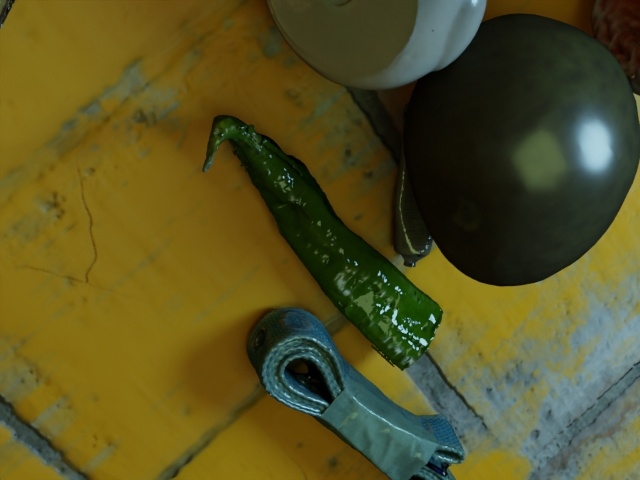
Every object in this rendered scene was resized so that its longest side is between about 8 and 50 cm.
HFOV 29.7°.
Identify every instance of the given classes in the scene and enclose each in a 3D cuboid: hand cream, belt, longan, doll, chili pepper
[{"bbox_3d":[0.099,-0.054,1.205,0.057,0.037,0.165,1,102,-24],"label":"hand cream"},{"bbox_3d":[0.045,0.174,1.242,0.087,0.072,0.302,-48,121,3],"label":"belt"},{"bbox_3d":[0.179,-0.081,1.106,0.248,0.248,0.248,-8,113,-20],"label":"longan"},{"bbox_3d":[0.067,-0.258,1.038,0.221,0.221,0.251,-2,133,-23],"label":"doll"},{"bbox_3d":[0.000,-0.001,1.154,0.359,0.076,0.085,45,69,-35],"label":"chili pepper"}]

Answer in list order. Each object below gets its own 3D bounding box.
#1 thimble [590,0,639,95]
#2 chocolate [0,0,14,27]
[{"bbox_3d":[0.386,-0.236,1.144,0.162,0.239,0.239,18,102,-28],"label":"thimble"},{"bbox_3d":[-0.268,-0.229,0.974,0.086,0.028,0.182,24,98,-22],"label":"chocolate"}]
